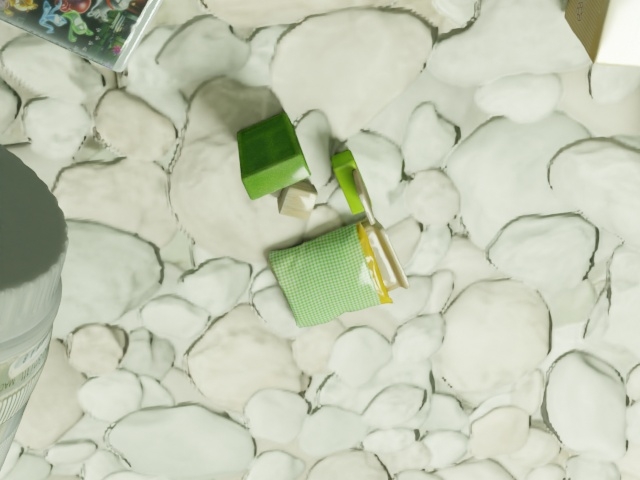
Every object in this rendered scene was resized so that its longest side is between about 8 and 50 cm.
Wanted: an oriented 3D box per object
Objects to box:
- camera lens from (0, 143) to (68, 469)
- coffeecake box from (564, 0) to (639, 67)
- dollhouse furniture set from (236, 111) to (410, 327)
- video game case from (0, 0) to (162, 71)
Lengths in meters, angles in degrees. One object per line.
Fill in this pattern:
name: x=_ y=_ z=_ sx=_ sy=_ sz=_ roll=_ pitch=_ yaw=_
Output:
camera lens: x=-0.274 y=0.081 z=0.960 sx=0.219 sy=0.219 sz=0.274 roll=17 pitch=117 yaw=-18
coffeecake box: x=0.245 y=-0.168 z=0.981 sx=0.185 sy=0.068 sz=0.142 roll=3 pitch=121 yaw=-11
dollhouse furniture set: x=0.000 y=0.000 z=1.050 sx=0.076 sy=0.058 sz=0.151 roll=-22 pitch=122 yaw=5
video game case: x=-0.139 y=-0.201 z=0.926 sx=0.173 sy=0.022 sz=0.190 roll=24 pitch=114 yaw=-21
